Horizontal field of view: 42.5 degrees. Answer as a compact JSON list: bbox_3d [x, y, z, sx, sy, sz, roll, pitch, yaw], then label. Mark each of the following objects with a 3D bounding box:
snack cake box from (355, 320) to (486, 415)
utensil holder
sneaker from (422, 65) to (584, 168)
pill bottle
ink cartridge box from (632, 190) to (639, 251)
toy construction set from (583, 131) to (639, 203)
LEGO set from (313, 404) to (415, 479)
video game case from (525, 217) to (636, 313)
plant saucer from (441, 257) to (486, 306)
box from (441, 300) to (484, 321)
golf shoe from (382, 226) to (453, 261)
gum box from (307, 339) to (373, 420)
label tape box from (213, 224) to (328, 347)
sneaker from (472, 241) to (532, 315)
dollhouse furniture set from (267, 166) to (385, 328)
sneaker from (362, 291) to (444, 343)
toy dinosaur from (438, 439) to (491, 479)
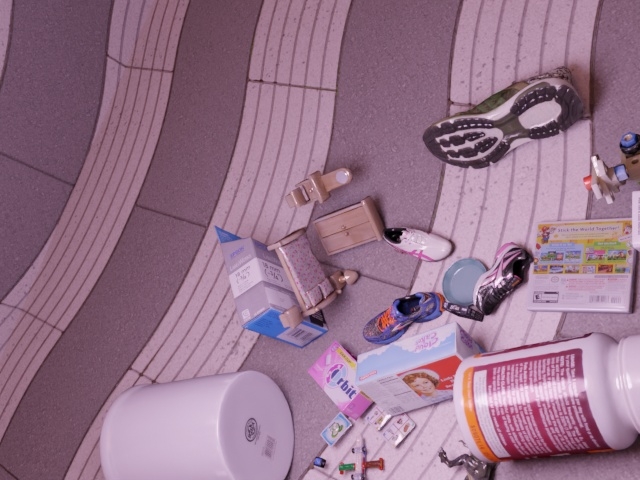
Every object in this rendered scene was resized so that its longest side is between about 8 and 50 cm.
[{"bbox_3d":[0.228,0.291,1.845,0.264,0.152,0.089,-24,38,29],"label":"snack cake box"},{"bbox_3d":[-0.308,0.503,2.085,0.386,0.328,0.327,-16,62,32],"label":"utensil holder"},{"bbox_3d":[0.442,-0.303,1.986,0.410,0.158,0.182,-16,31,35],"label":"sneaker"},{"bbox_3d":[0.481,0.304,1.602,0.392,0.224,0.224,-17,62,34],"label":"pill bottle"},{"bbox_3d":[0.753,-0.027,1.534,0.278,0.201,0.117,-5,73,37],"label":"ink cartridge box"},{"bbox_3d":[0.699,-0.151,1.652,0.328,0.151,0.215,-8,45,20],"label":"toy construction set"},{"bbox_3d":[0.099,0.480,1.965,0.244,0.060,0.182,-48,47,-1],"label":"LEGO set"},{"bbox_3d":[0.563,0.055,1.776,0.227,0.026,0.206,-2,70,39],"label":"video game case"},{"bbox_3d":[0.343,0.101,1.935,0.119,0.021,0.119,-17,61,33],"label":"plant saucer"},{"bbox_3d":[0.326,0.163,1.880,0.067,0.083,0.018,10,79,41],"label":"box"},{"bbox_3d":[0.234,0.007,2.020,0.186,0.086,0.067,10,76,39],"label":"golf shoe"},{"bbox_3d":[0.058,0.337,2.011,0.107,0.062,0.188,-49,39,0],"label":"gum box"},{"bbox_3d":[-0.132,0.096,2.169,0.106,0.241,0.333,-36,53,22],"label":"label tape box"},{"bbox_3d":[0.410,0.089,1.842,0.077,0.072,0.178,27,91,58],"label":"sneaker"},{"bbox_3d":[0.000,0.000,2.022,0.174,0.355,0.303,-20,98,32],"label":"dollhouse furniture set"},{"bbox_3d":[0.188,0.177,1.983,0.221,0.087,0.083,-34,53,23],"label":"sneaker"},{"bbox_3d":[0.320,0.497,1.761,0.118,0.064,0.268,-11,68,28],"label":"toy dinosaur"}]
